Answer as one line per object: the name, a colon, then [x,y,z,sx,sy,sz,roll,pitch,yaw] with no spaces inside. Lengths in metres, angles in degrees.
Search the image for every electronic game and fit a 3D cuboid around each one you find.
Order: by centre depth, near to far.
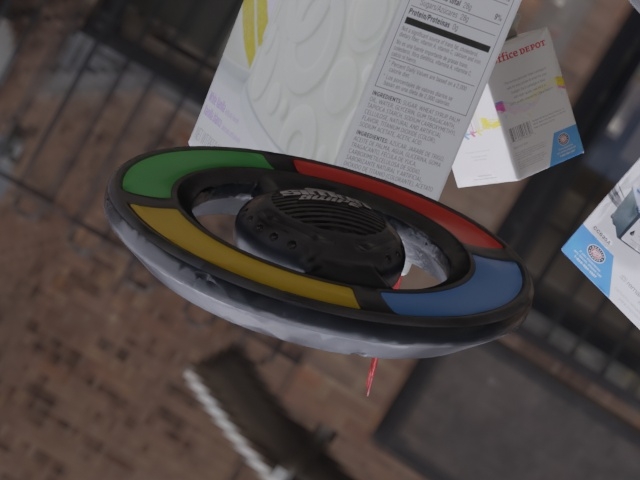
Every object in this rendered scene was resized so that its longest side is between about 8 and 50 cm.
electronic game: [0.000,0.000,1.023,0.229,0.048,0.229,13,-161,-5]

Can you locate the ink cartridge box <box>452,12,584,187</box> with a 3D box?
ink cartridge box: [0.168,-0.133,1.839,0.092,0.143,0.090,-22,-171,-34]

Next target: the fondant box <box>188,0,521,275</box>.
fondant box: [0.038,-0.172,1.409,0.096,0.330,0.238,17,-168,-29]

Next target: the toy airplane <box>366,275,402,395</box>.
toy airplane: [0.060,0.064,1.839,0.028,0.151,0.151,18,-170,8]

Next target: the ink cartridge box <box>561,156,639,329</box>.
ink cartridge box: [0.351,-0.015,1.934,0.139,0.190,0.082,46,-138,12]

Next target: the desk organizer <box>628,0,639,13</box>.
desk organizer: [0.253,-0.174,1.368,0.130,0.050,0.047,48,154,1]

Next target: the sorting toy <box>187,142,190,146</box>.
sorting toy: [-0.028,-0.170,1.972,0.127,0.365,0.126,34,157,2]
